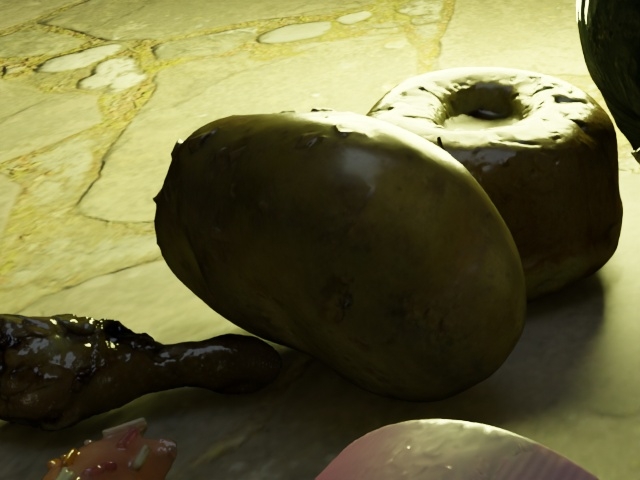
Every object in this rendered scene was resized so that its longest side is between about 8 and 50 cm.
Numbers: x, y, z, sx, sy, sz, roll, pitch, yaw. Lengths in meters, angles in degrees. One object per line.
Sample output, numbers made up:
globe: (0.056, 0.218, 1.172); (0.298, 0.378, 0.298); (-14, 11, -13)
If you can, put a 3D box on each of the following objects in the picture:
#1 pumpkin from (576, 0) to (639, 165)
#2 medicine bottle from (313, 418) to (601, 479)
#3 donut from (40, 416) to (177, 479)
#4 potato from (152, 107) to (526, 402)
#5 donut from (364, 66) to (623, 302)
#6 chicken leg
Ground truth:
pumpkin: (0.326, -0.125, 0.883); (0.257, 0.327, 0.291); (-35, 2, 2)
medicine bottle: (-0.001, 0.175, 0.347); (0.152, 0.152, 0.254); (10, 30, 29)
donut: (-0.085, 0.145, 0.588); (0.166, 0.065, 0.117); (14, 26, 40)
potato: (0.000, 0.000, 0.804); (0.296, 0.191, 0.141); (8, 55, 49)
donut: (0.125, -0.047, 0.978); (0.209, 0.128, 0.261); (2, 23, 10)
chicken leg: (-0.122, 0.079, 0.779); (0.198, 0.069, 0.085); (1, -4, -11)
